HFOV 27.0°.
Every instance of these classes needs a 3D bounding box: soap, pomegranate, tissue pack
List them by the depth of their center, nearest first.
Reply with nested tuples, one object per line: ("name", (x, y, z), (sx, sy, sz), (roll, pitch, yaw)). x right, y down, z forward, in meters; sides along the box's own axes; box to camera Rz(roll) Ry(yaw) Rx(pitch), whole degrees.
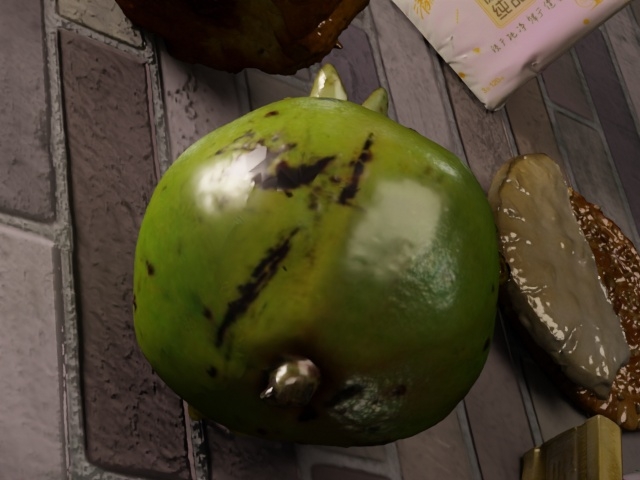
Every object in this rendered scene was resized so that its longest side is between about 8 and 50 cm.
("pomegranate", (0.000, 0.000, 0.961), (0.260, 0.260, 0.340), (31, 39, -27))
("soap", (0.206, 0.260, 1.094), (0.037, 0.092, 0.252), (36, 39, -24))
("tissue pack", (0.222, -0.282, 1.463), (0.185, 0.225, 0.124), (49, 36, -3))

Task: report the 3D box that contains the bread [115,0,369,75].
("bread", (-0.064, -0.238, 1.099), (0.232, 0.247, 0.135), (29, 65, -15))

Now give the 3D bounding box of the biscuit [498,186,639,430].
("biscuit", (0.284, 0.059, 1.398), (0.305, 0.038, 0.305), (29, 42, -29))

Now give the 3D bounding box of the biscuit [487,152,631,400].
("biscuit", (0.218, 0.019, 1.297), (0.141, 0.038, 0.289), (14, 50, -36))

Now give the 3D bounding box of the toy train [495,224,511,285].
("toy train", (0.070, 0.003, 1.169), (0.225, 0.090, 0.137), (-2, 58, -49))

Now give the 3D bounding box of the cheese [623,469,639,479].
("cheese", (0.319, 0.281, 1.136), (0.204, 0.083, 0.320), (11, 20, 3))
